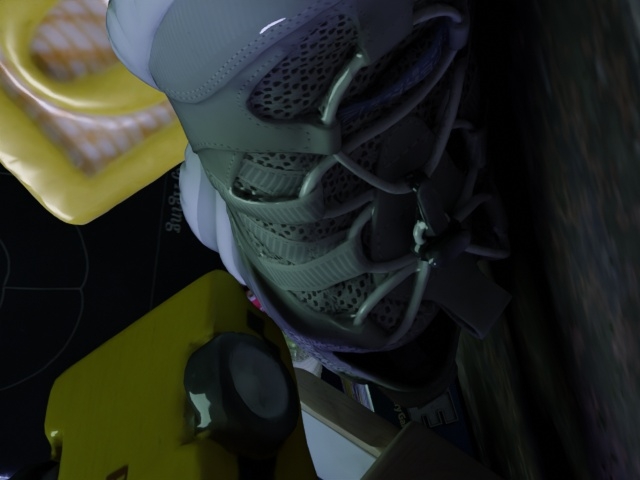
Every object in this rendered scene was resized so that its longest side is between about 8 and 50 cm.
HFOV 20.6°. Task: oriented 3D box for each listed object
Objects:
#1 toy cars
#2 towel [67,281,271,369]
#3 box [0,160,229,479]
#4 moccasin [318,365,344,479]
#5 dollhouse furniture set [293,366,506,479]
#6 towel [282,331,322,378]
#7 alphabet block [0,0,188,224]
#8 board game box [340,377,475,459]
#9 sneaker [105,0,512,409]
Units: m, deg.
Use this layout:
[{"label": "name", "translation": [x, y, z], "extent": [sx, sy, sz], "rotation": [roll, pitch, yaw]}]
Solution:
[{"label": "toy cars", "translation": [0.015, 0.132, 0.404], "extent": [0.087, 0.176, 0.394], "rotation": [34, 176, -30]}, {"label": "towel", "translation": [-0.056, 0.058, 1.068], "extent": [0.031, 0.199, 0.275], "rotation": [60, 172, 10]}, {"label": "box", "translation": [-0.281, 0.014, 1.414], "extent": [0.297, 0.472, 0.480], "rotation": [78, -165, -63]}, {"label": "moccasin", "translation": [0.011, 0.163, 1.204], "extent": [0.342, 0.117, 0.137], "rotation": [97, 153, -71]}, {"label": "dollhouse furniture set", "translation": [-0.073, 0.224, 0.633], "extent": [0.198, 0.303, 0.286], "rotation": [31, 154, 26]}, {"label": "towel", "translation": [0.000, 0.000, 0.861], "extent": [0.110, 0.027, 0.148], "rotation": [99, -177, -60]}, {"label": "alphabet block", "translation": [-0.124, -0.164, 0.948], "extent": [0.193, 0.192, 0.197], "rotation": [47, -164, -35]}, {"label": "board game box", "translation": [0.048, 0.115, 0.911], "extent": [0.243, 0.042, 0.165], "rotation": [92, 164, -80]}, {"label": "sneaker", "translation": [0.020, -0.028, 0.496], "extent": [0.115, 0.105, 0.281], "rotation": [51, 172, 15]}]
